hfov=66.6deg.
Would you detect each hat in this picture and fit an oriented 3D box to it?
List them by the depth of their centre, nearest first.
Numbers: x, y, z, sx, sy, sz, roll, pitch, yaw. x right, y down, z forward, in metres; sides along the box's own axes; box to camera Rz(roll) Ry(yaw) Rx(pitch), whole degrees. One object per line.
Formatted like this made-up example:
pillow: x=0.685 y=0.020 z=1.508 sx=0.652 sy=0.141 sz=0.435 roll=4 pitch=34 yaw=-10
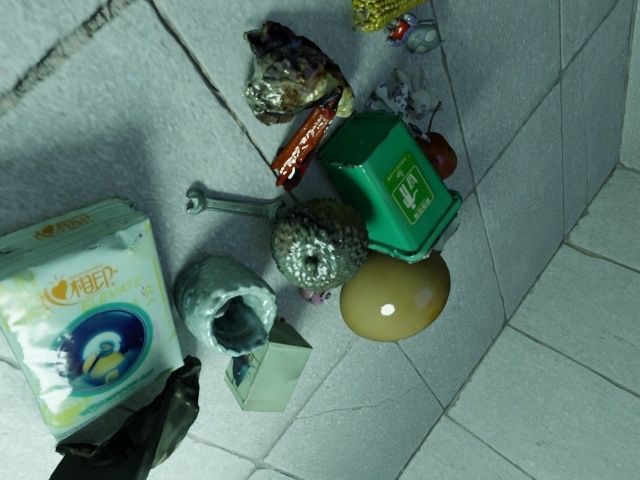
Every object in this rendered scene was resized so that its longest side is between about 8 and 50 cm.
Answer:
hat: x=-0.379 y=0.452 z=1.029 sx=0.366 sy=0.381 sz=0.257 roll=-35 pitch=124 yaw=0

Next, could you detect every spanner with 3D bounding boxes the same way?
spanner: x=-0.193 y=-0.078 z=1.168 sx=0.302 sy=0.017 sz=0.071 roll=2 pitch=113 yaw=-49

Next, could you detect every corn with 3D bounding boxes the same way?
corn: x=0.192 y=-0.605 z=1.195 sx=0.313 sy=0.102 sz=0.102 roll=-41 pitch=138 yaw=-28

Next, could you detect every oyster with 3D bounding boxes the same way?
oyster: x=-0.048 y=-0.354 z=1.091 sx=0.271 sy=0.100 sz=0.275 roll=-28 pitch=138 yaw=-13

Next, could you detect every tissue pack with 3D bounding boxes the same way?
tissue pack: x=-0.438 y=0.145 z=0.930 sx=0.287 sy=0.162 sz=0.388 roll=-29 pitch=133 yaw=-36

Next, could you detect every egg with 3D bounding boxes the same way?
egg: x=0.227 y=0.161 z=1.530 sx=0.374 sy=0.301 sz=0.301 roll=-43 pitch=145 yaw=18

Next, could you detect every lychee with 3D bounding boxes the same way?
lychee: x=0.000 y=0.000 z=1.246 sx=0.274 sy=0.255 sz=0.255 roll=-69 pitch=159 yaw=-52

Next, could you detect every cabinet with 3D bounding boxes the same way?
cabinet: x=-0.152 y=0.344 z=1.351 sx=0.150 sy=0.145 sz=0.206 roll=18 pitch=100 yaw=-37

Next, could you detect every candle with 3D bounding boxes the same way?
candle: x=-0.028 y=-0.233 z=1.140 sx=0.084 sy=0.059 sz=0.301 roll=14 pitch=131 yaw=-33

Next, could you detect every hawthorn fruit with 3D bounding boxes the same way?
hawthorn fruit: x=0.330 y=-0.289 z=1.477 sx=0.165 sy=0.165 sz=0.285 roll=-47 pitch=148 yaw=-16

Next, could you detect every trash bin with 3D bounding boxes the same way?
trash bin: x=0.174 y=-0.153 z=1.339 sx=0.259 sy=0.295 sz=0.381 roll=-50 pitch=129 yaw=-16

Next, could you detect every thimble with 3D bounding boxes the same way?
thimble: x=-0.218 y=0.159 z=1.166 sx=0.205 sy=0.172 sz=0.250 roll=-54 pitch=139 yaw=-10

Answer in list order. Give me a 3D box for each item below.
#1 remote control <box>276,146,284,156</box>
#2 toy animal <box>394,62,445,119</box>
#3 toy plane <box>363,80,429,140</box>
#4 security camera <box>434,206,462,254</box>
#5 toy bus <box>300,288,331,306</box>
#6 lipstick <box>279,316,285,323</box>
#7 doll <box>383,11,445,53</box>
remote control: x=-0.076 y=-0.205 z=1.214 sx=0.034 sy=0.016 sz=0.091 roll=-47 pitch=142 yaw=12
toy animal: x=0.270 y=-0.417 z=1.417 sx=0.182 sy=0.131 sz=0.127 roll=4 pitch=76 yaw=-56
toy plane: x=0.216 y=-0.351 z=1.372 sx=0.234 sy=0.082 sz=0.160 roll=31 pitch=98 yaw=-33
security camera: x=0.373 y=-0.063 z=1.659 sx=0.236 sy=0.194 sz=0.194 roll=-47 pitch=140 yaw=-23
toy bus: x=0.018 y=0.099 z=1.470 sx=0.203 sy=0.063 sz=0.090 roll=-57 pitch=141 yaw=-2
lipstick: x=-0.123 y=0.285 z=1.458 sx=0.030 sy=0.030 sz=0.129 roll=-7 pitch=118 yaw=-45
doll: x=0.263 y=-0.555 z=1.316 sx=0.227 sy=0.075 sz=0.102 roll=0 pitch=145 yaw=-40
